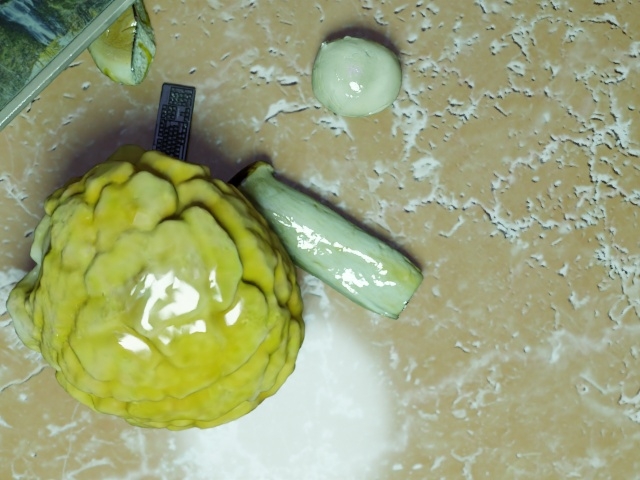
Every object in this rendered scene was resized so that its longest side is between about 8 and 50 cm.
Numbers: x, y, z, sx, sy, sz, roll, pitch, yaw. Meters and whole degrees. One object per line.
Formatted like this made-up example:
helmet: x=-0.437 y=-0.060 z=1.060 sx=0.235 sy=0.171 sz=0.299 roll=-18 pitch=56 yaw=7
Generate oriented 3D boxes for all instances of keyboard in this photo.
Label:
keyboard: x=-0.218 y=-0.151 z=1.709 sx=0.053 sy=0.010 sz=0.155 roll=8 pitch=89 yaw=1

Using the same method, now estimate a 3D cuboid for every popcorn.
popcorn: x=-0.208 y=0.078 z=1.540 sx=0.344 sy=0.354 sz=0.390 roll=-43 pitch=91 yaw=-9

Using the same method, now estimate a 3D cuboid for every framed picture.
framed picture: x=-0.412 y=-0.335 z=1.661 sx=0.324 sy=0.020 sz=0.240 roll=-44 pitch=69 yaw=-4

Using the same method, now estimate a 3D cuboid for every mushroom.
mushroom: x=0.000 y=0.000 z=1.671 sx=0.312 sy=0.081 sz=0.100 roll=34 pitch=107 yaw=-1

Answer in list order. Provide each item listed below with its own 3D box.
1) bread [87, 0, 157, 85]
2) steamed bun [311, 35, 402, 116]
bread: x=-0.288 y=-0.288 z=1.675 sx=0.094 sy=0.083 sz=0.157 roll=-19 pitch=74 yaw=2
steamed bun: x=0.051 y=-0.232 z=1.670 sx=0.130 sy=0.091 sz=0.112 roll=11 pitch=91 yaw=0
